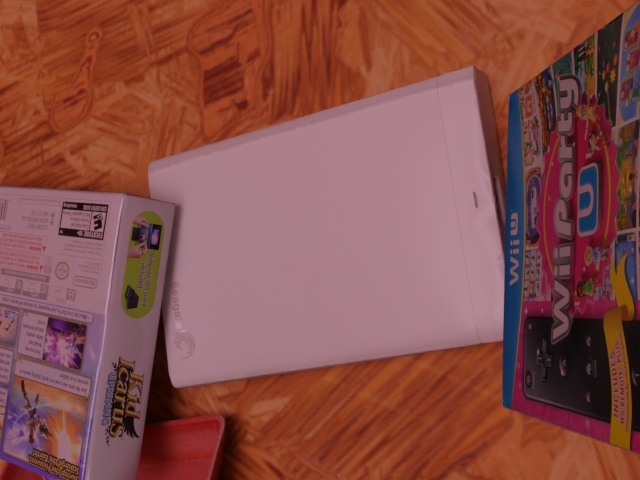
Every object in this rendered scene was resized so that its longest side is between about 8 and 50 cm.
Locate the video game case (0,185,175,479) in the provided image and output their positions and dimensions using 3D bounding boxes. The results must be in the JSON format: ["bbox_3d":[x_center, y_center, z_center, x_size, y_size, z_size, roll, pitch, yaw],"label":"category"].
[{"bbox_3d":[-0.254,0.076,0.836,0.269,0.061,0.244,6,86,41],"label":"video game case"}]

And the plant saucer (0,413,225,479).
[{"bbox_3d":[-0.200,0.281,0.763,0.258,0.048,0.259,-13,43,28],"label":"plant saucer"}]

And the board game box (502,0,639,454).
[{"bbox_3d":[0.189,-0.001,0.484,0.097,0.303,0.224,2,86,-6],"label":"board game box"}]

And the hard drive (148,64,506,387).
[{"bbox_3d":[0.000,0.000,0.738,0.307,0.040,0.203,-12,80,28],"label":"hard drive"}]
